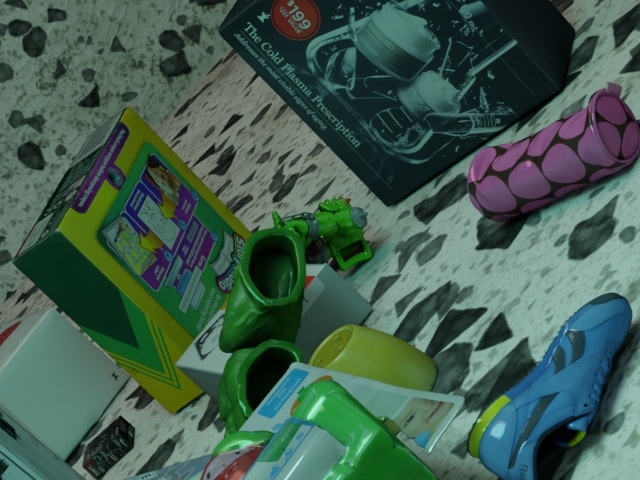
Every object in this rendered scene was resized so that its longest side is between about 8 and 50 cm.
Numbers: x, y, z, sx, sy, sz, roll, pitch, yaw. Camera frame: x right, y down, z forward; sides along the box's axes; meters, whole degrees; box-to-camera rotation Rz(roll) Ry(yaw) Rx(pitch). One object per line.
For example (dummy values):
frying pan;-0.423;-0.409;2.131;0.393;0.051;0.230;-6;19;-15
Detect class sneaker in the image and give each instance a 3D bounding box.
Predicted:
sneaker;0.220;0.133;1.350;0.082;0.069;0.209;26;59;38

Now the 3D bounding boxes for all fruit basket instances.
fruit basket;-0.052;0.246;1.421;0.327;0.165;0.353;-52;27;-15

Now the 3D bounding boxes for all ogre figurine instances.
ogre figurine;0.000;0.000;2.041;0.118;0.197;0.097;-14;55;-9

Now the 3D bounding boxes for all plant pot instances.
plant pot;0.043;0.145;1.655;0.134;0.095;0.134;-41;17;15

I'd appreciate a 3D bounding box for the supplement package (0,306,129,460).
supplement package;-0.475;0.240;2.509;0.177;0.175;0.293;-54;19;-27

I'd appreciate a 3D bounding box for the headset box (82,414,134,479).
headset box;-0.306;0.299;2.228;0.083;0.032;0.062;-41;18;11

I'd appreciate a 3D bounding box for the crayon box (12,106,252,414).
crayon box;-0.249;0.021;2.245;0.106;0.313;0.363;-33;21;27

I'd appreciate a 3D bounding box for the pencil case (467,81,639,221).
pencil case;0.255;-0.095;1.719;0.209;0.095;0.098;-25;62;45

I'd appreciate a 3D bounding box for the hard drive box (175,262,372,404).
hard drive box;-0.062;0.123;1.964;0.181;0.089;0.232;-52;18;-17

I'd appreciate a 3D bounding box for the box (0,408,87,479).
box;-0.344;0.308;1.862;0.087;0.290;0.169;-47;19;-1

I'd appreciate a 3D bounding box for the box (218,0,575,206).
box;0.103;-0.278;2.057;0.312;0.343;0.179;-35;18;32

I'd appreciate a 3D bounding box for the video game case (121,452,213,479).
video game case;-0.129;0.287;1.712;0.183;0.023;0.201;-16;17;-4

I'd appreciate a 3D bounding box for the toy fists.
toy fists;-0.066;0.127;1.741;0.142;0.096;0.279;97;173;-55
